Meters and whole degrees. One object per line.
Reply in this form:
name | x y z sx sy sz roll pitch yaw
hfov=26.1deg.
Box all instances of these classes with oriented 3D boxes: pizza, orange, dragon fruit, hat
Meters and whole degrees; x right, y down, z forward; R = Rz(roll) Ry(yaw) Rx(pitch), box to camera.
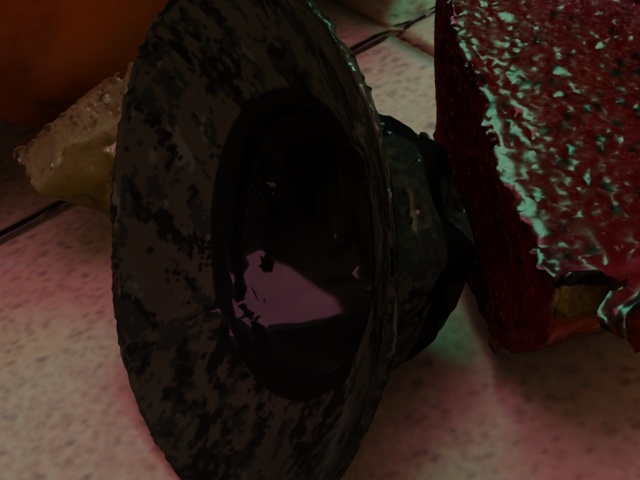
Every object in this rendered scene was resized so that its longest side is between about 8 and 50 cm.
pizza | -0.060 -0.063 0.839 0.188 0.081 0.204 -28 -10 24
orange | -0.181 -0.189 0.894 0.284 0.226 0.284 11 13 -3
dragon fruit | 0.151 -0.029 0.700 0.161 0.126 0.274 -7 46 -5
hat | 0.000 0.000 0.679 0.128 0.265 0.265 0 23 -38
